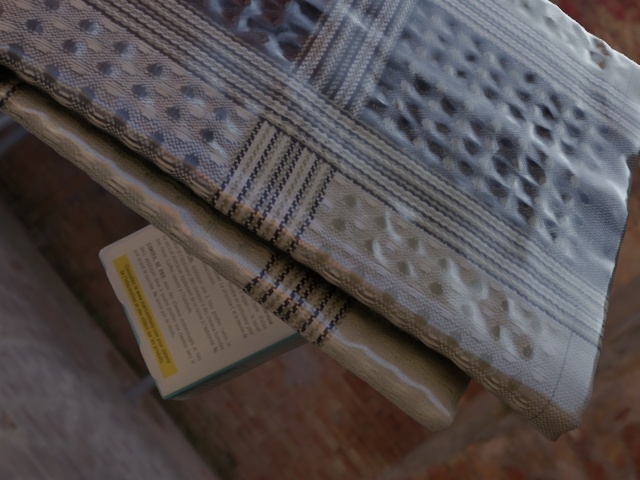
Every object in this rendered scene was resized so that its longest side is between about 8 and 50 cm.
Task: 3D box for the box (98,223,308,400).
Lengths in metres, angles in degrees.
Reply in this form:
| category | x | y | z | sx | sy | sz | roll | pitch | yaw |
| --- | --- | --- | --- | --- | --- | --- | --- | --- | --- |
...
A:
| category | x | y | z | sx | sy | sz | roll | pitch | yaw |
| --- | --- | --- | --- | --- | --- | --- | --- | --- | --- |
| box | 0.000 | 0.000 | 0.842 | 0.100 | 0.244 | 0.060 | 65 | 4 | 10 |

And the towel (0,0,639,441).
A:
| category | x | y | z | sx | sy | sz | roll | pitch | yaw |
| --- | --- | --- | --- | --- | --- | --- | --- | --- | --- |
| towel | 0.020 | -0.075 | 0.710 | 0.324 | 0.056 | 0.312 | 33 | 41 | -6 |
